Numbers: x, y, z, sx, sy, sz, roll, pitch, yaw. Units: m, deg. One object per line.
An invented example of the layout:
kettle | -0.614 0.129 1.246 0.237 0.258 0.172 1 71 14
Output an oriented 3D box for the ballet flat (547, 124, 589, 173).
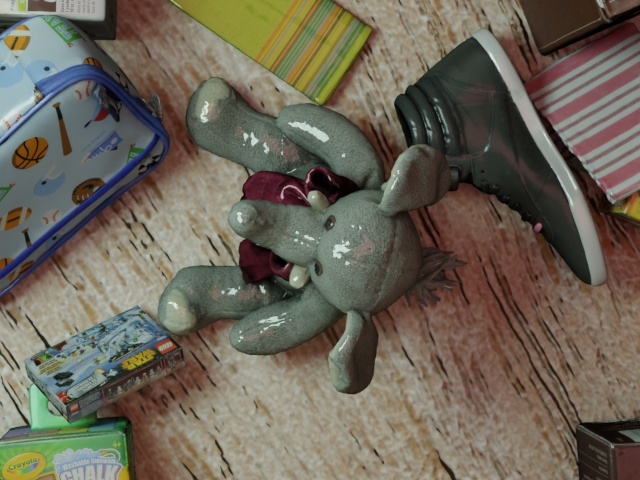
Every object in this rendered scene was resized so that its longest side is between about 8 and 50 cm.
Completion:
ballet flat | 0.351 -0.088 1.737 0.221 0.079 0.077 19 91 -3

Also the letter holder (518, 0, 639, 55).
letter holder | 0.272 -0.322 1.618 0.152 0.302 0.214 -24 92 -3

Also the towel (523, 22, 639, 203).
towel | 0.313 -0.133 1.703 0.144 0.029 0.197 -30 51 -3

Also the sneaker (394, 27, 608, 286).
sneaker | 0.180 -0.060 1.720 0.146 0.104 0.296 -29 86 -1

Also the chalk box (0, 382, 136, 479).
chalk box | -0.255 0.249 1.676 0.132 0.132 0.213 -6 91 -4

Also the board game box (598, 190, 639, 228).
board game box | 0.425 0.007 1.720 0.259 0.124 0.039 20 91 -3

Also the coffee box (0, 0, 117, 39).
coffee box | -0.356 -0.270 1.646 0.297 0.168 0.119 1 90 -4

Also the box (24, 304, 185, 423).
box | -0.220 0.125 1.678 0.137 0.094 0.027 -26 130 -24

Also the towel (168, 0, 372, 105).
towel | -0.067 -0.247 1.740 0.237 0.021 0.102 34 83 -2

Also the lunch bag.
lunch bag | -0.296 -0.071 1.623 0.303 0.243 0.115 -38 62 2

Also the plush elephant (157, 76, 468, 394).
plush elephant | 0.000 0.000 1.627 0.330 0.255 0.272 16 90 -4

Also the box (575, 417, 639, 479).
box | 0.366 0.290 1.699 0.168 0.167 0.203 -4 91 -4
